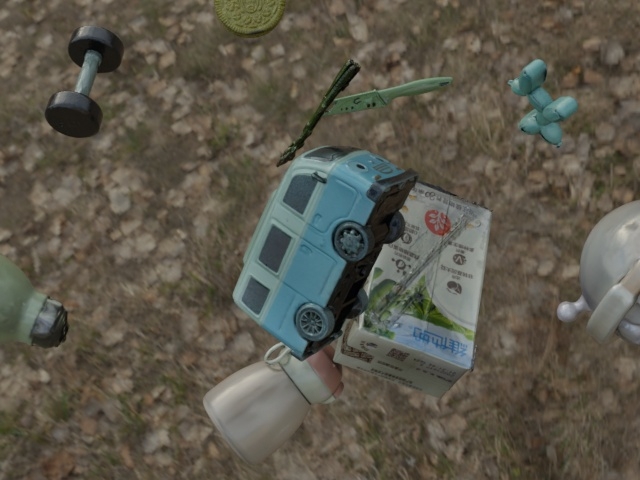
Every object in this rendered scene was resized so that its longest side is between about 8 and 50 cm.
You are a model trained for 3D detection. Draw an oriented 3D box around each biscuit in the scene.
[{"bbox_3d":[-0.081,-0.274,1.222,0.084,0.023,0.084,0,89,-3],"label":"biscuit"}]

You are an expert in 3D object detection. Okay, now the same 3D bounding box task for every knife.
[{"bbox_3d":[0.134,-0.293,2.176,0.293,0.043,0.020,-13,29,-11],"label":"knife"}]

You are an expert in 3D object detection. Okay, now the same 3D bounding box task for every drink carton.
[{"bbox_3d":[0.155,0.070,1.743,0.194,0.132,0.324,20,52,-8],"label":"drink carton"}]

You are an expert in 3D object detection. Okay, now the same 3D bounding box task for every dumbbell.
[{"bbox_3d":[-0.420,-0.283,1.910,0.100,0.100,0.191,1,59,16],"label":"dumbbell"}]

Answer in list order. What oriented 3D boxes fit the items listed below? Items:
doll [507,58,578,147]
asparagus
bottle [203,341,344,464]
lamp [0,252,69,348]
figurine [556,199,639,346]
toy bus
[{"bbox_3d":[0.408,-0.244,1.974,0.059,0.158,0.159,-39,91,-16],"label":"doll"},{"bbox_3d":[-0.006,-0.187,1.613,0.233,0.023,0.022,-51,38,38],"label":"asparagus"},{"bbox_3d":[-0.065,0.253,1.797,0.236,0.147,0.147,-37,59,-5],"label":"bottle"},{"bbox_3d":[-0.364,0.043,1.038,0.250,0.101,0.101,21,67,-6],"label":"lamp"},{"bbox_3d":[0.309,0.011,0.885,0.237,0.162,0.141,-40,71,3],"label":"figurine"},{"bbox_3d":[0.000,0.000,1.405,0.165,0.133,0.271,33,115,17],"label":"toy bus"}]
